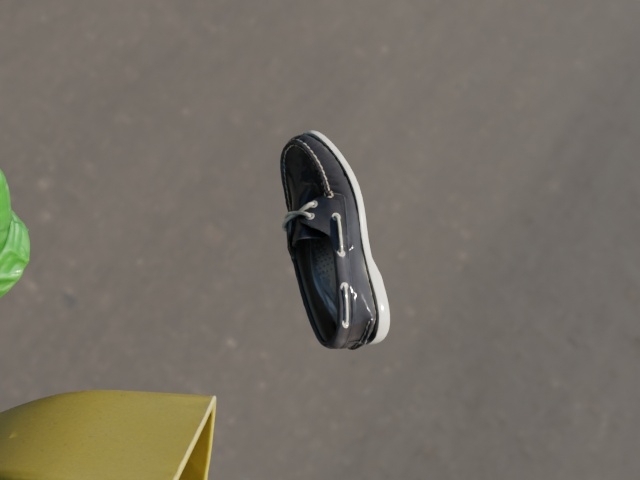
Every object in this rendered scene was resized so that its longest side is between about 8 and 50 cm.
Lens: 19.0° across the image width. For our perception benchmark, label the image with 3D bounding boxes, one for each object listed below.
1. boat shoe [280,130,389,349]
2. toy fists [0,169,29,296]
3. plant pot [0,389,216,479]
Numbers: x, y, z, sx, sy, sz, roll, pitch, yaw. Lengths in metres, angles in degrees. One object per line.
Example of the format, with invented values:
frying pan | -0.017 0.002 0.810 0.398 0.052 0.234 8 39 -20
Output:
boat shoe | 0.000 0.000 1.045 0.038 0.046 0.125 -8 78 -41
toy fists | -0.309 0.035 1.148 0.096 0.279 0.142 59 4 38
plant pot | -0.089 0.101 0.691 0.083 0.081 0.081 11 25 6
